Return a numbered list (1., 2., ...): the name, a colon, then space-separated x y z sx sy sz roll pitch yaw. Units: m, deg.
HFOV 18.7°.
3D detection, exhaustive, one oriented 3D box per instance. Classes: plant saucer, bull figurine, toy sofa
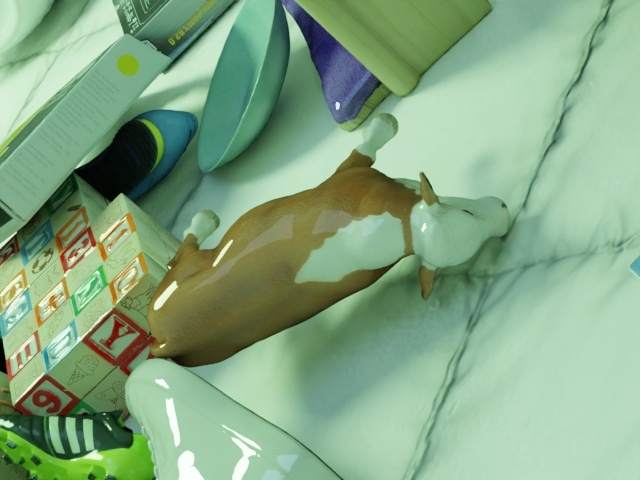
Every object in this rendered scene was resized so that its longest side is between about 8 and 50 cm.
1. plant saucer: -0.067 -0.152 1.863 0.195 0.037 0.195 -161 90 -74
2. bull figurine: 0.000 0.000 1.525 0.310 0.101 0.188 -23 20 19
3. toy sofa: 0.010 -0.268 1.821 0.177 0.150 0.362 -41 28 12

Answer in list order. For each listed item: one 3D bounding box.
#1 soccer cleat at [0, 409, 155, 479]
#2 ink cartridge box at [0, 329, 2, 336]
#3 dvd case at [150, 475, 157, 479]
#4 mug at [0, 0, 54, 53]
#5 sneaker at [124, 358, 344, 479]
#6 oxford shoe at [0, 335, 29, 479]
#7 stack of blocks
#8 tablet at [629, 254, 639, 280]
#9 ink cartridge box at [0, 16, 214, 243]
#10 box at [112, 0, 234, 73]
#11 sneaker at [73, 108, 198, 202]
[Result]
1. soccer cleat: -0.204 0.172 1.645 0.179 0.060 0.072 12 49 34
2. ink cartridge box: -0.381 0.093 1.906 0.056 0.135 0.099 58 144 21
3. dvd case: -0.154 0.291 1.490 0.164 0.018 0.221 -47 27 4
4. mug: -0.409 -0.406 2.531 0.374 0.276 0.328 -9 44 7
5. sneaker: -0.096 0.175 1.457 0.123 0.106 0.290 -51 29 -10
6. oxford shoe: -0.311 0.179 1.756 0.130 0.123 0.348 -42 29 2
7. stack of blocks: -0.209 0.047 1.807 0.171 0.087 0.297 -45 27 8
8. tablet: 0.238 0.016 1.280 0.054 0.006 0.083 -46 27 6
9. ink cartridge box: -0.275 -0.102 1.987 0.307 0.072 0.303 -53 12 -28
10. box: -0.153 -0.307 2.212 0.183 0.056 0.231 -43 28 9
11. sneaker: -0.197 -0.068 1.981 0.082 0.069 0.209 -25 -9 -47
